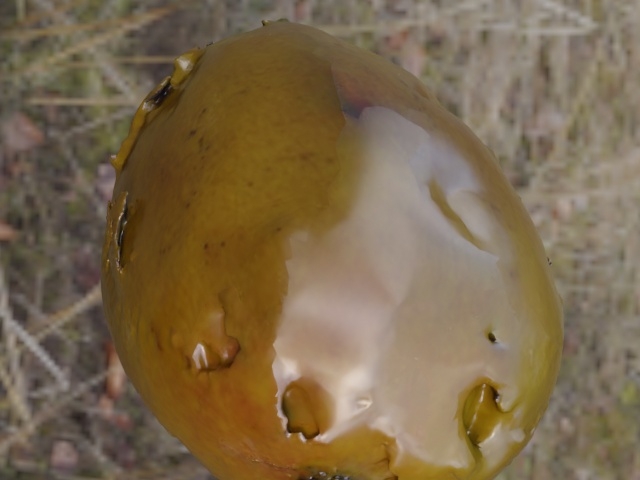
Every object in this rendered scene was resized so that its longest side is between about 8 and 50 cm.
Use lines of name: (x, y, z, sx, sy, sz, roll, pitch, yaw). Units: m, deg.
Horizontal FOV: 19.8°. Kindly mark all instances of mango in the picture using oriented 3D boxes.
mango: (0.000, 0.000, 0.675, 0.248, 0.156, 0.151, -112, -155, -59)
